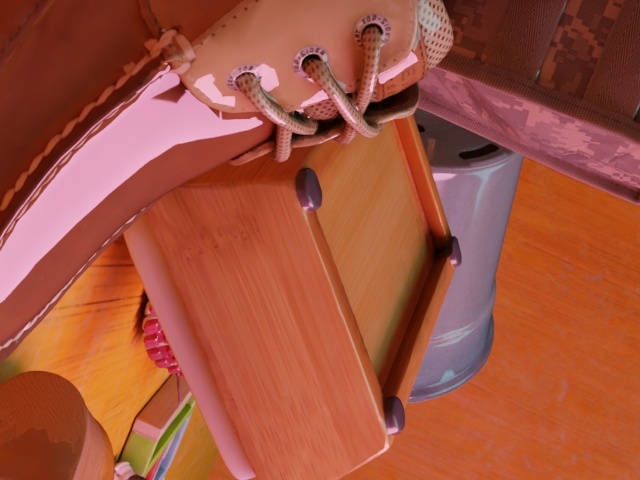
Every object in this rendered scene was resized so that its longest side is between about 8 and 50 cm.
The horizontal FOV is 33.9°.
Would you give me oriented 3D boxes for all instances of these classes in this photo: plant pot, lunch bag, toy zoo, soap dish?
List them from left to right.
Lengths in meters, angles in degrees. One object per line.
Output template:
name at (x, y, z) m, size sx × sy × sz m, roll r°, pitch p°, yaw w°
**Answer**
toy zoo at (-0.205, 0.282, 1.137) m, size 0.192 × 0.030 × 0.293 m, roll -55°, pitch 169°, yaw -74°
soap dish at (0.000, 0.000, 0.715) m, size 0.291 × 0.118 × 0.229 m, roll -58°, pitch 133°, yaw -57°
plant pot at (0.095, -0.035, 1.316) m, size 0.341 × 0.341 × 0.334 m, roll -62°, pitch 167°, yaw -50°
lunch bag at (0.115, -0.185, 0.601) m, size 0.169 × 0.286 × 0.235 m, roll 42°, pitch 72°, yaw -80°

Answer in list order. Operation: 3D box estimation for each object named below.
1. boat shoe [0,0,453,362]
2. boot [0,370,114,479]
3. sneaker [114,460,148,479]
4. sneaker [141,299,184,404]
boat shoe at (-0.013, -0.089, 0.336) m, size 0.324 × 0.120 × 0.122 m, roll -53°, pitch 172°, yaw -2°
boot at (-0.172, 0.216, 0.497) m, size 0.211 × 0.104 × 0.295 m, roll 109°, pitch 3°, yaw -62°
sneaker at (-0.193, 0.289, 0.963) m, size 0.065 × 0.076 × 0.167 m, roll 106°, pitch 9°, yaw -64°
sneaker at (-0.086, 0.062, 0.894) m, size 0.299 × 0.120 × 0.112 m, roll 85°, pitch -8°, yaw -64°
